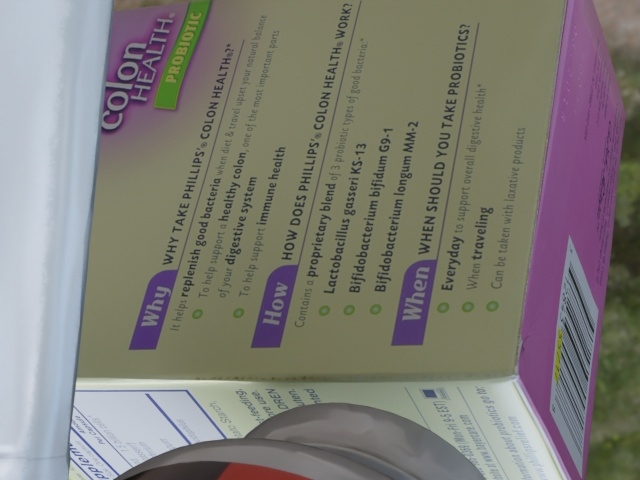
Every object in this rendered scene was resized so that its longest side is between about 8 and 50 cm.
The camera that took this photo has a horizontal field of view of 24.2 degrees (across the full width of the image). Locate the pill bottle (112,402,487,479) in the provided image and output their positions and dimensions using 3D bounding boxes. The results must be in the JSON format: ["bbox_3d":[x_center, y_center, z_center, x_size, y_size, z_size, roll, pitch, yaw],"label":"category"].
[{"bbox_3d":[-0.040,0.180,0.436,0.181,0.181,0.323,-31,-170,32],"label":"pill bottle"}]

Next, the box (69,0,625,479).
[{"bbox_3d":[0.000,0.000,0.674,0.243,0.214,0.117,-3,144,22],"label":"box"}]

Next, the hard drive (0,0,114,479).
[{"bbox_3d":[-0.148,-0.079,0.345,0.203,0.308,0.040,5,-168,-11],"label":"hard drive"}]
